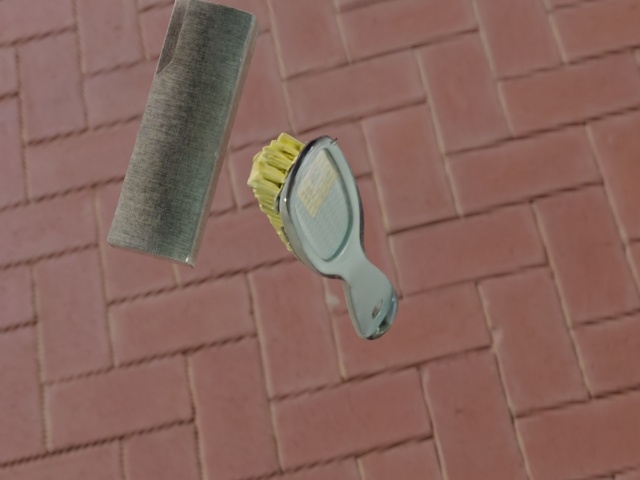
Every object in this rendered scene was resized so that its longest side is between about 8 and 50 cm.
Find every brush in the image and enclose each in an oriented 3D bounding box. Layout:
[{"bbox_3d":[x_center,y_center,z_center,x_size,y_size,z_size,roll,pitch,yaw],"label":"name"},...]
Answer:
[{"bbox_3d":[0.000,0.000,0.995,0.060,0.297,0.068,24,73,23],"label":"brush"}]

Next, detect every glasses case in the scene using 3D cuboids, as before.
[{"bbox_3d":[-0.107,-0.086,1.094,0.071,0.047,0.205,15,84,3],"label":"glasses case"}]
